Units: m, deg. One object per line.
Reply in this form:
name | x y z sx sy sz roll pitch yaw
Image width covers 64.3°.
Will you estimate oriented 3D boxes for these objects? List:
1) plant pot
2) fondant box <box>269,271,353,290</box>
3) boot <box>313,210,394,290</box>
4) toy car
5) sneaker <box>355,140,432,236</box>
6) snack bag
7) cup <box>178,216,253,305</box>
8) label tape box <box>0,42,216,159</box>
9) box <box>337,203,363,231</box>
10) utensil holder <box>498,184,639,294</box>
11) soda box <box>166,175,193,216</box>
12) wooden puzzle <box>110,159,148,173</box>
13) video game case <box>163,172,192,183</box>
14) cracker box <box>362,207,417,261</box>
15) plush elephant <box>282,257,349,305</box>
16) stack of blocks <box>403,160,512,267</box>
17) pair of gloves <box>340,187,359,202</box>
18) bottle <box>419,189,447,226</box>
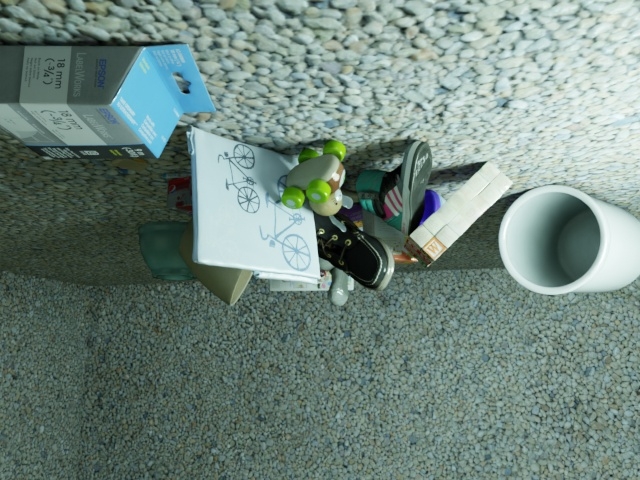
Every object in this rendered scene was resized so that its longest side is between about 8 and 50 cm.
plant pot | -0.570 0.053 2.012 0.293 0.196 0.293 -2 168 0
fondant box | -0.037 0.070 1.991 0.330 0.238 0.096 0 -173 -1
boot | 0.000 0.000 1.344 0.284 0.138 0.377 14 -160 -30
toy car | 0.022 -0.110 1.206 0.149 0.155 0.188 -10 137 38
sneaker | 0.178 -0.151 1.295 0.178 0.124 0.295 27 145 23
snack bag | -0.146 -0.069 1.141 0.342 0.323 0.037 10 155 -41
cup | -0.330 0.022 1.708 0.237 0.331 0.331 24 167 1
label tape box | -0.371 -0.230 0.885 0.333 0.106 0.240 -1 169 0
box | 0.188 -0.071 1.729 0.201 0.057 0.293 -14 167 23
utensil holder | 0.815 0.013 1.627 0.385 0.328 0.327 7 166 -41
soda box | -0.313 -0.107 1.458 0.092 0.083 0.263 -6 168 28
wooden puzzle | -0.478 -0.194 1.278 0.116 0.014 0.078 -10 161 36
video game case | -0.343 -0.163 1.428 0.166 0.015 0.119 0 169 -4
cracker box | 0.200 -0.055 1.456 0.155 0.232 0.067 5 168 -27
plush elephant | -0.037 0.056 1.795 0.255 0.330 0.272 -22 118 34
stack of blocks | 0.361 -0.068 1.338 0.297 0.087 0.171 -43 170 -4
pair of gloves | -0.006 -0.121 1.594 0.240 0.042 0.204 -13 163 42
bottle | 0.377 -0.078 1.640 0.092 0.118 0.283 -8 165 30
